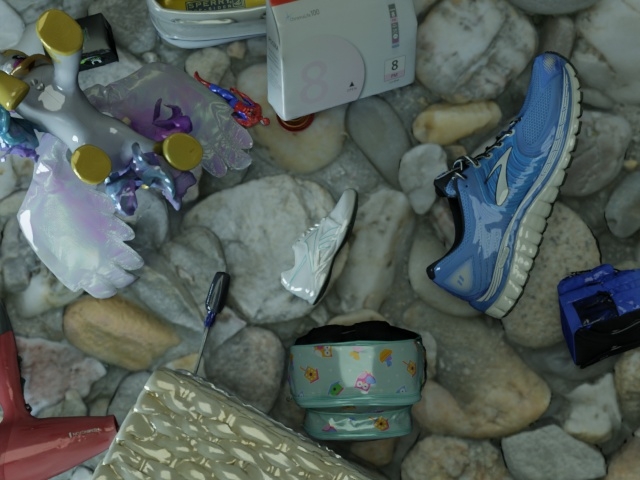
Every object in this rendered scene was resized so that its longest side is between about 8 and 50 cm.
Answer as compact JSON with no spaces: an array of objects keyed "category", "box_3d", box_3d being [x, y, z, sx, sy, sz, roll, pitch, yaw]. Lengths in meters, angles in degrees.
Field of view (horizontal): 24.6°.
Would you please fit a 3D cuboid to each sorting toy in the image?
[{"category":"sorting toy","box_3d":[-0.028,-0.188,1.843,0.061,0.042,0.102,-4,80,3]}]

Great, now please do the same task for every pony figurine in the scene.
[{"category":"pony figurine","box_3d":[-0.258,-0.121,1.697,0.351,0.363,0.303,44,80,-18]}]

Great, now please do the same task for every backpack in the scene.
[{"category":"backpack","box_3d":[0.042,0.163,1.708,0.166,0.188,0.144,0,81,3]},{"category":"backpack","box_3d":[0.347,0.080,1.750,0.120,0.098,0.101,-17,60,2]}]

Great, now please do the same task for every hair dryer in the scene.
[{"category":"hair dryer","box_3d":[-0.380,0.196,1.783,0.294,0.080,0.223,23,82,6]}]

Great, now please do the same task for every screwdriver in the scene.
[{"category":"screwdriver","box_3d":[-0.145,0.120,1.815,0.025,0.024,0.169,19,89,36]}]

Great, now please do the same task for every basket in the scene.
[{"category":"basket","box_3d":[-0.118,0.344,1.641,0.331,0.266,0.328,29,81,6]}]

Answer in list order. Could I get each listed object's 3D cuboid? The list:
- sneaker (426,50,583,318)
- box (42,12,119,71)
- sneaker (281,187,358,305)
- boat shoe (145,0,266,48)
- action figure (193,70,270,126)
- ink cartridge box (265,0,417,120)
[{"category":"sneaker","box_3d":[0.218,-0.081,1.769,0.147,0.130,0.330,20,83,4]},{"category":"box","box_3d":[-0.306,-0.248,1.859,0.083,0.062,0.052,-15,81,1]},{"category":"sneaker","box_3d":[0.000,0.000,1.806,0.061,0.053,0.152,25,84,10]},{"category":"boat shoe","box_3d":[-0.042,-0.336,1.810,0.367,0.156,0.135,-9,81,2]},{"category":"action figure","box_3d":[-0.115,-0.174,1.855,0.115,0.030,0.038,28,79,5]},{"category":"ink cartridge box","box_3d":[0.026,-0.273,1.745,0.189,0.232,0.066,-18,44,-23]}]
